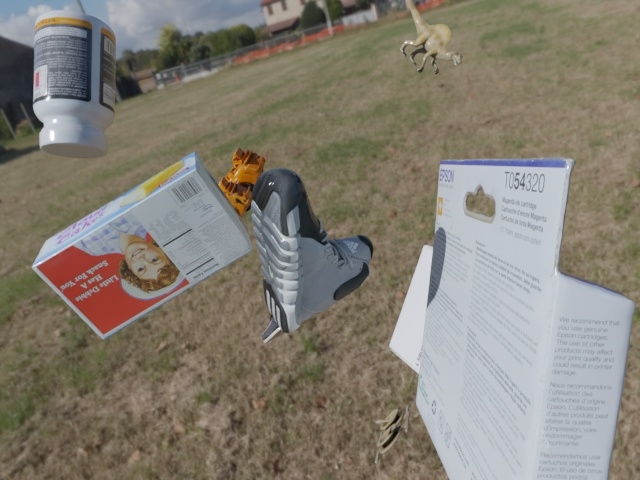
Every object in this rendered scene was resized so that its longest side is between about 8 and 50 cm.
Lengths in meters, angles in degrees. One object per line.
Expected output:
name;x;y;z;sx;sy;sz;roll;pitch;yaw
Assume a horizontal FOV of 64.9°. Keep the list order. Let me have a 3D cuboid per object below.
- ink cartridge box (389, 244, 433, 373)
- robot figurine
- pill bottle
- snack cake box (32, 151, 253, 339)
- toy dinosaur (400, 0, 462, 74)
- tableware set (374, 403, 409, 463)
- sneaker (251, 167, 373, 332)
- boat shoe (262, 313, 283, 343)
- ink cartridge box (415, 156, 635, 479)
ink cartridge box;0.282;0.131;0.888;0.278;0.201;0.117;9;14;-33
robot figurine;-0.216;-0.055;1.090;0.291;0.085;0.211;-48;19;41
pill bottle;-0.528;-0.328;1.084;0.162;0.278;0.162;-1;-5;0
snack cake box;-0.252;0.008;0.742;0.264;0.152;0.089;-31;30;1
toy dinosaur;0.206;-0.389;0.983;0.092;0.183;0.053;-40;-16;24
tableware set;0.184;0.508;1.365;0.128;0.039;0.194;-49;-7;9
sneaker;0.000;0.000;0.562;0.132;0.229;0.086;-20;51;-20
boat shoe;-0.076;0.155;1.141;0.206;0.065;0.075;-49;-17;29
ink cartridge box;0.171;0.088;0.492;0.071;0.330;0.324;4;9;-2
